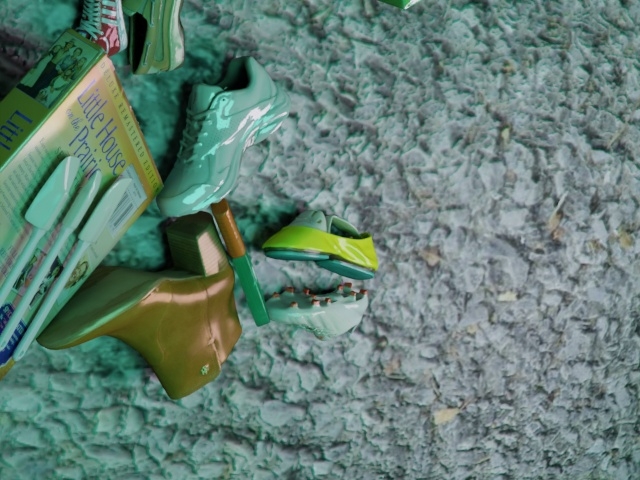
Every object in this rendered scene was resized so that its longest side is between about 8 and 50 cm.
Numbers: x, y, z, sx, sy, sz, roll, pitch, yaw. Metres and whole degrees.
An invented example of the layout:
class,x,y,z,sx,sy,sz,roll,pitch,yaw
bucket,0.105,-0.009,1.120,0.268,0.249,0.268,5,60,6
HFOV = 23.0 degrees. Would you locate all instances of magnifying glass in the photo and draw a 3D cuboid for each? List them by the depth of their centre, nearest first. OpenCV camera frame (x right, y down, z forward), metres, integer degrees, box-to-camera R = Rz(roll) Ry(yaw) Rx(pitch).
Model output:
class,x,y,z,sx,sy,sz,roll,pitch,yaw
magnifying glass,-0.101,0.026,1.984,0.026,0.092,0.231,-17,142,-2

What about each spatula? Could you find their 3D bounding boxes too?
class,x,y,z,sx,sy,sz,roll,pitch,yaw
spatula,-0.298,0.024,1.690,0.242,0.019,0.168,-58,166,4

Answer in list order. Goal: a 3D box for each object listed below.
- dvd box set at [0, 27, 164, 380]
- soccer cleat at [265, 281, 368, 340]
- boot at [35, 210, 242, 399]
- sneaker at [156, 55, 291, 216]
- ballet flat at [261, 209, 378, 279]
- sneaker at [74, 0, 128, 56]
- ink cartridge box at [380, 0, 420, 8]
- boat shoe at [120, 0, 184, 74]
class,x,y,z,sx,sy,sz,roll,pitch,yaw
dvd box set,-0.345,0.013,1.675,0.420,0.062,0.307,-52,160,-16
soccer cleat,-0.005,0.105,2.160,0.196,0.068,0.076,-4,114,-49
boot,-0.206,0.117,1.919,0.295,0.104,0.211,-37,131,-35
sneaker,-0.138,-0.132,1.903,0.232,0.090,0.115,-56,132,-26
ballet flat,0.000,0.000,2.121,0.231,0.077,0.077,15,75,-52
sneaker,-0.255,-0.249,1.744,0.067,0.042,0.118,-39,135,-33
ink cartridge box,0.028,-0.402,1.801,0.115,0.273,0.198,-33,129,-30
boat shoe,-0.197,-0.274,1.781,0.072,0.068,0.190,-19,122,-27
